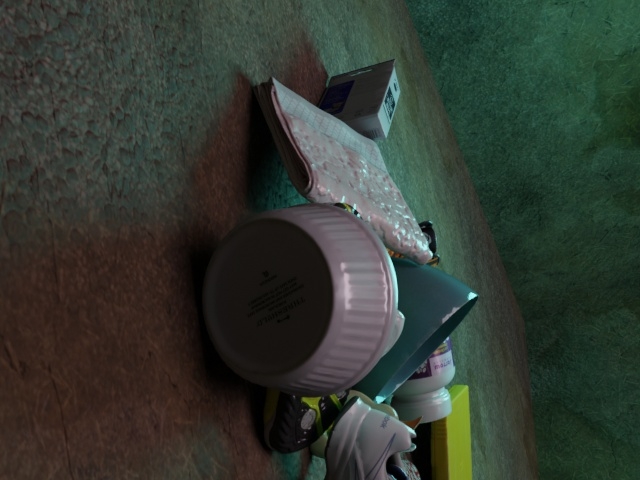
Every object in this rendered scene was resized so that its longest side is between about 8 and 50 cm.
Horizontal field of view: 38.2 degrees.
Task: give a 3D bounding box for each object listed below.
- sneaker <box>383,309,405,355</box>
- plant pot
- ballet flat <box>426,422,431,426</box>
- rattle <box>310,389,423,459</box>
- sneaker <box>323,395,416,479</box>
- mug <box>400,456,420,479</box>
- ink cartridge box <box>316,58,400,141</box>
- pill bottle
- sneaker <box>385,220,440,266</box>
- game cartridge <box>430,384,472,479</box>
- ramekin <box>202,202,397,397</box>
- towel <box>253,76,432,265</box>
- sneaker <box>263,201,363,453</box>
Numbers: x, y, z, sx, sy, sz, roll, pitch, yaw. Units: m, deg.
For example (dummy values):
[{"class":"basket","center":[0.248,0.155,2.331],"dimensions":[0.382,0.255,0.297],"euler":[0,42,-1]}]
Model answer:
[{"class":"sneaker","center":[0.049,0.191,1.483],"dimensions":[0.090,0.235,0.095],"euler":[37,33,-12]},{"class":"plant pot","center":[0.123,0.142,1.719],"dimensions":[0.195,0.290,0.290],"euler":[43,13,14]},{"class":"ballet flat","center":[0.260,0.374,2.226],"dimensions":[0.057,0.049,0.173],"euler":[-67,140,-63]},{"class":"rattle","center":[0.091,0.324,1.536],"dimensions":[0.143,0.199,0.130],"euler":[61,27,-45]},{"class":"sneaker","center":[0.060,0.387,1.414],"dimensions":[0.111,0.129,0.297],"euler":[-43,148,-59]},{"class":"mug","center":[0.122,0.428,1.704],"dimensions":[0.169,0.113,0.150],"euler":[35,47,-68]},{"class":"ink cartridge box","center":[0.077,-0.288,1.977],"dimensions":[0.333,0.165,0.065],"euler":[-70,142,-57]},{"class":"pill bottle","center":[0.190,0.220,1.932],"dimensions":[0.169,0.169,0.302],"euler":[-24,104,-71]},{"class":"sneaker","center":[0.149,-0.007,1.965],"dimensions":[0.321,0.180,0.125],"euler":[33,46,-64]},{"class":"game cartridge","center":[0.307,0.522,2.171],"dimensions":[0.285,0.052,0.324],"euler":[-3,91,-71]},{"class":"ramekin","center":[-0.040,0.078,1.255],"dimensions":[0.127,0.273,0.273],"euler":[10,68,-58]},{"class":"towel","center":[0.043,-0.125,1.648],"dimensions":[0.332,0.053,0.317],"euler":[27,29,-41]},{"class":"sneaker","center":[-0.031,0.131,1.421],"dimensions":[0.145,0.147,0.385],"euler":[27,72,-52]}]
